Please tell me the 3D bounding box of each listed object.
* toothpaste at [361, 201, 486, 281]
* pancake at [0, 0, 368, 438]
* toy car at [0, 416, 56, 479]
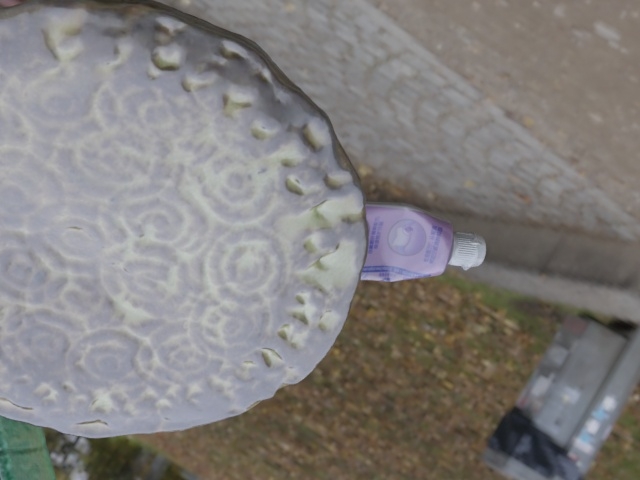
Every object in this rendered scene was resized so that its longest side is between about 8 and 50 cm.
[{"bbox_3d":[0.000,0.000,1.041,0.301,0.075,0.048,4,171,-20],"label":"toothpaste"},{"bbox_3d":[-0.080,-0.001,0.467,0.199,0.199,0.021,35,-158,-20],"label":"pancake"},{"bbox_3d":[-0.237,0.158,0.749,0.097,0.141,0.320,27,-137,-73],"label":"toy car"}]
